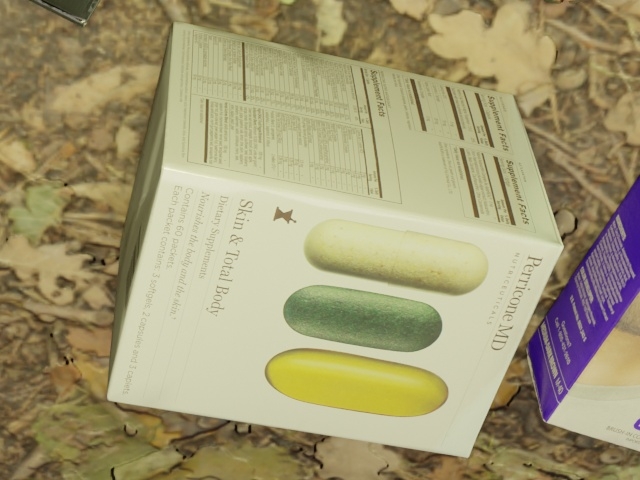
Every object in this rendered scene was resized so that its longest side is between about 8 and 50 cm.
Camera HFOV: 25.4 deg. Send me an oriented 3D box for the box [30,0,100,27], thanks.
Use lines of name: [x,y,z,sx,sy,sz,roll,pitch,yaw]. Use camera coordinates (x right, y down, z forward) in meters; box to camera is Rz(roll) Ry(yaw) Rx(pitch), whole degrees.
box: [-0.188,-0.256,0.904,0.184,0.045,0.190,28,120,-19]

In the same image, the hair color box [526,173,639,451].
hair color box: [0.324,0.020,1.101,0.185,0.110,0.339,18,121,-15]

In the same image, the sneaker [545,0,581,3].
sneaker: [0.232,-0.230,0.931,0.221,0.083,0.087,-20,119,8]

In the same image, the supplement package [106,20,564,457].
supplement package: [0.000,0.000,1.007,0.263,0.198,0.199,11,124,-11]
